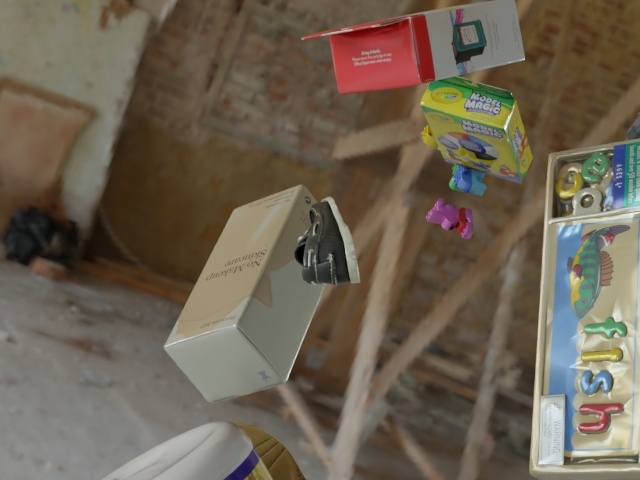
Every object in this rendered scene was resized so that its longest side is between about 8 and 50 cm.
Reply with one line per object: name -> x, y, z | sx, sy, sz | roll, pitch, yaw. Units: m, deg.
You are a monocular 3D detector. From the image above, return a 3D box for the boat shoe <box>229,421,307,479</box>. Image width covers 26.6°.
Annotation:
boat shoe -> -0.050, 0.359, 1.820 | 0.277, 0.098, 0.096 | 41, -29, 26

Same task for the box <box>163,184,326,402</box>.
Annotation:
box -> -0.090, 0.074, 1.956 | 0.121, 0.148, 0.311 | 53, 36, -26

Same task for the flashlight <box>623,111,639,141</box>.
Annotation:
flashlight -> 0.439, -0.084, 1.898 | 0.103, 0.304, 0.103 | 35, 42, 5

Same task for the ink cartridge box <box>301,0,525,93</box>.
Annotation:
ink cartridge box -> 0.107, -0.219, 1.543 | 0.231, 0.078, 0.134 | -18, 11, -40

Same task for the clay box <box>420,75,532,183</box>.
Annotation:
clay box -> 0.220, -0.160, 1.911 | 0.127, 0.053, 0.222 | 18, -14, 23

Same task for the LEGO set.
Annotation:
LEGO set -> 0.196, -0.124, 2.091 | 0.093, 0.087, 0.227 | 11, 50, -12

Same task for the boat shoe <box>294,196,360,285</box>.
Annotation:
boat shoe -> 0.000, 0.000, 1.819 | 0.079, 0.084, 0.233 | -15, 20, 0

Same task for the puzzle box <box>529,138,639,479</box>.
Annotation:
puzzle box -> 0.380, 0.071, 1.528 | 0.272, 0.409, 0.052 | -8, -27, 32

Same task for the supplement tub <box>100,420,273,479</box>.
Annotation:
supplement tub -> -0.109, 0.382, 1.398 | 0.331, 0.241, 0.241 | 61, 6, -4
